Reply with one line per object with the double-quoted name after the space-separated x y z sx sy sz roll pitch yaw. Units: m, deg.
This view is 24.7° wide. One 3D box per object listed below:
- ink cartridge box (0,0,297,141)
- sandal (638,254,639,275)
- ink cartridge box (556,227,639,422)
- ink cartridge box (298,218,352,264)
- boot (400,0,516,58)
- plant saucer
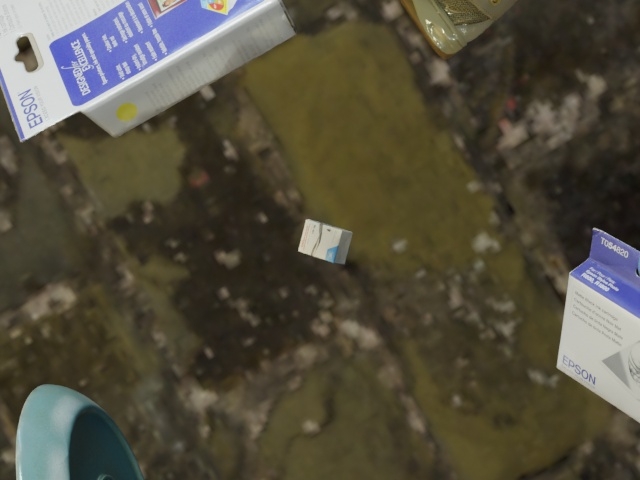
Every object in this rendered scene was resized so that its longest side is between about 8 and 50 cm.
-0.212 -0.242 1.618 0.072 0.307 0.304 59 1 -42 "ink cartridge box"
0.368 -0.048 1.141 0.138 0.317 0.126 32 44 -25 "sandal"
0.416 0.127 1.939 0.223 0.045 0.224 34 -46 42 "ink cartridge box"
0.000 0.000 2.051 0.083 0.048 0.028 17 4 36 "ink cartridge box"
0.126 -0.282 1.149 0.262 0.203 0.095 52 12 -43 "boot"
-0.226 0.297 1.512 0.317 0.043 0.318 -17 90 -81 "plant saucer"
